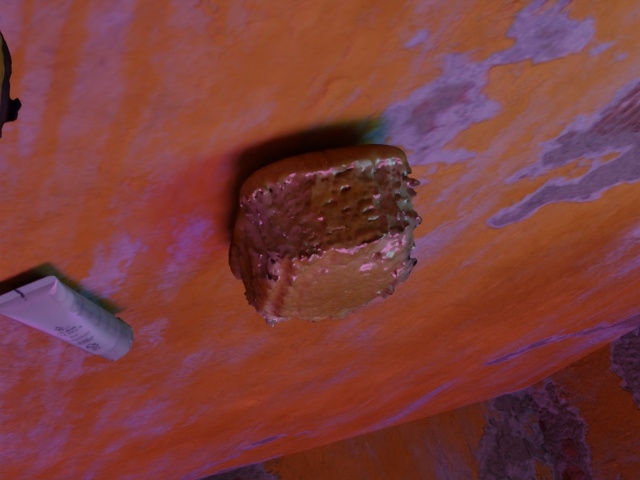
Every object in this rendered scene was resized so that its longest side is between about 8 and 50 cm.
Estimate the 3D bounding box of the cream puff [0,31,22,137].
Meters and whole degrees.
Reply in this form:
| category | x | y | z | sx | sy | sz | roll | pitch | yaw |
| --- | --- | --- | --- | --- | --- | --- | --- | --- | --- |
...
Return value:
| category | x | y | z | sx | sy | sz | roll | pitch | yaw |
| --- | --- | --- | --- | --- | --- | --- | --- | --- | --- |
| cream puff | -0.226 | -0.066 | 0.392 | 0.189 | 0.189 | 0.129 | -29 | 154 | 24 |

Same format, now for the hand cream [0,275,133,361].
| category | x | y | z | sx | sy | sz | roll | pitch | yaw |
| --- | --- | --- | --- | --- | --- | --- | --- | --- | --- |
| hand cream | -0.263 | 0.081 | 0.934 | 0.078 | 0.050 | 0.205 | -20 | 156 | 8 |

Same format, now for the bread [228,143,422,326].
| category | x | y | z | sx | sy | sz | roll | pitch | yaw |
| --- | --- | --- | --- | --- | --- | --- | --- | --- | --- |
| bread | 0.000 | 0.000 | 0.855 | 0.174 | 0.121 | 0.245 | -7 | 163 | -9 |
